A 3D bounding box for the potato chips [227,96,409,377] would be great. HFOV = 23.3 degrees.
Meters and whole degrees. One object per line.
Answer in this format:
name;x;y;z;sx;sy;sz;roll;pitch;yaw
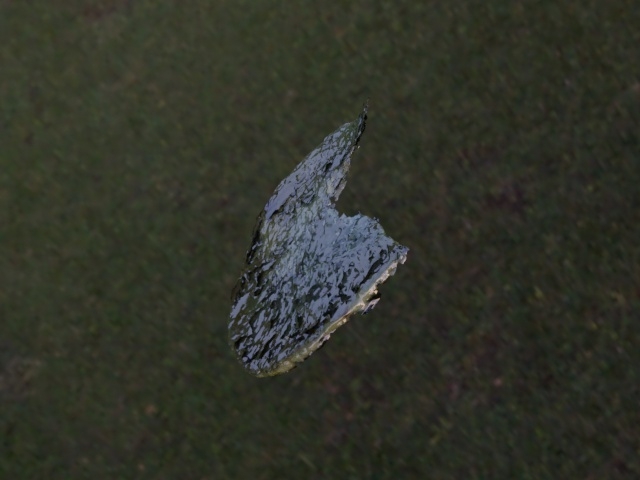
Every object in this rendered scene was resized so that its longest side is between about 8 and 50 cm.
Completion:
potato chips;-0.003;-0.002;1.161;0.202;0.029;0.220;-35;35;40
